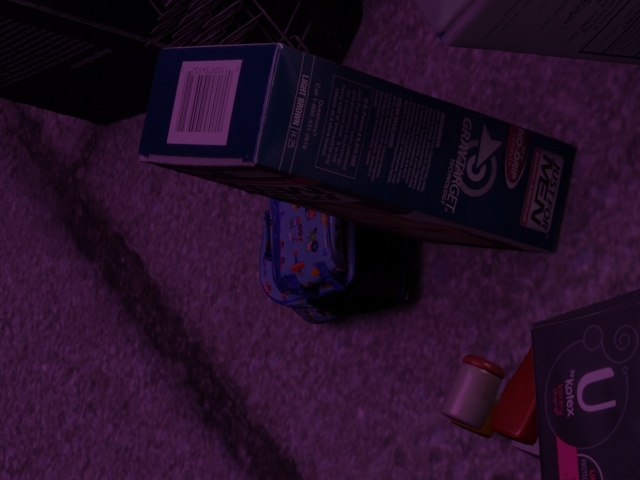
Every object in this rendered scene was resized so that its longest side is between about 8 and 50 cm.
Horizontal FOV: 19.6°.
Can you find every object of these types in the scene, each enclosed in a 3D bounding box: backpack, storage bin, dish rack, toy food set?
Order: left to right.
[{"bbox_3d":[-0.104,-0.192,1.828,0.271,0.074,0.208,52,157,2],"label":"dish rack"},{"bbox_3d":[-0.051,-0.237,1.975,0.180,0.084,0.122,42,111,47],"label":"storage bin"},{"bbox_3d":[0.000,0.000,1.817,0.173,0.117,0.158,-19,64,50],"label":"backpack"},{"bbox_3d":[0.197,0.128,1.547,0.232,0.111,0.104,15,79,52],"label":"toy food set"}]

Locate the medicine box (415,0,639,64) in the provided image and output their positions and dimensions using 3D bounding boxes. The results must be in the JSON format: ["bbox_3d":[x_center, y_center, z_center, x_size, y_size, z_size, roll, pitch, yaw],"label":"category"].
[{"bbox_3d":[0.173,-0.291,1.515,0.149,0.289,0.263,-48,58,33],"label":"medicine box"}]

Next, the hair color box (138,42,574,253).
[{"bbox_3d":[0.036,-0.075,1.607,0.174,0.347,0.105,6,83,52],"label":"hair color box"}]

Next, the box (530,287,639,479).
[{"bbox_3d":[0.290,0.139,1.295,0.143,0.270,0.165,-22,62,45],"label":"box"}]

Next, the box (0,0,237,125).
[{"bbox_3d":[-0.348,-0.431,2.084,0.297,0.472,0.480,-16,67,49],"label":"box"}]
